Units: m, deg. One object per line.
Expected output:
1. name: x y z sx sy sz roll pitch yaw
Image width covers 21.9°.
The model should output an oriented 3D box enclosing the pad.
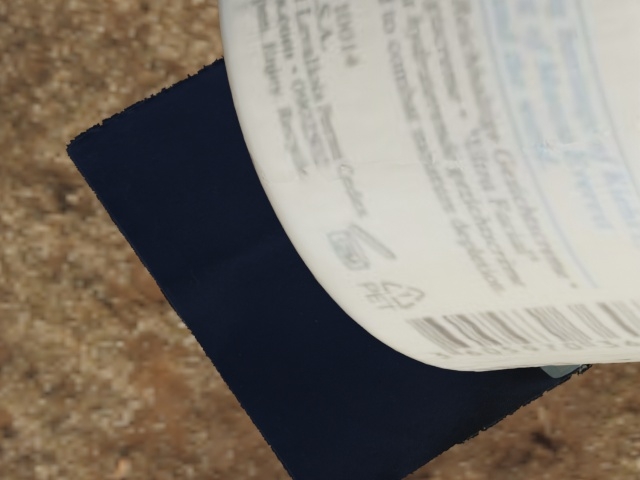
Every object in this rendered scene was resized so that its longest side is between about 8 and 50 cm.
1. pad: 0.000 0.000 0.591 0.193 0.116 0.004 52 165 30

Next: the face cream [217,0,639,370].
1. face cream: 0.084 -0.060 0.390 0.153 0.177 0.177 -7 82 39
